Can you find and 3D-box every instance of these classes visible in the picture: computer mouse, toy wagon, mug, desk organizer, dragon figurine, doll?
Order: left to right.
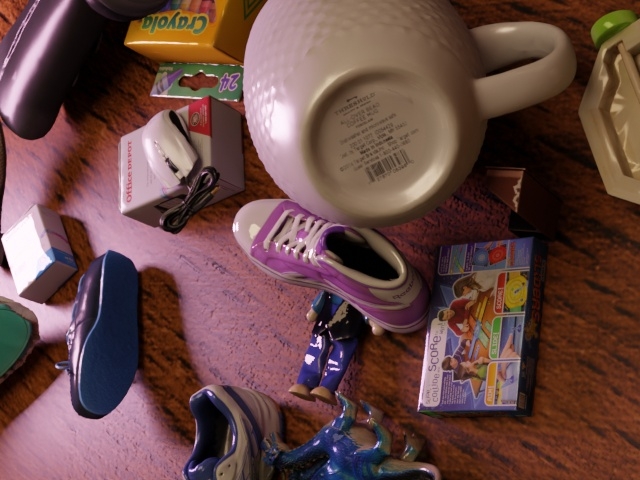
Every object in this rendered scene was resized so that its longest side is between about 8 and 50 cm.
[{"bbox_3d":[-0.203,-0.107,2.038,0.106,0.042,0.193,-45,50,19],"label":"computer mouse"},{"bbox_3d":[0.025,0.106,1.847,0.129,0.046,0.189,2,68,43],"label":"doll"},{"bbox_3d":[0.043,0.269,1.731,0.289,0.085,0.144,31,96,49],"label":"dragon figurine"},{"bbox_3d":[0.099,-0.167,1.680,0.374,0.276,0.328,-14,20,2],"label":"mug"},{"bbox_3d":[0.224,-0.039,1.670,0.047,0.130,0.050,4,78,29],"label":"desk organizer"},{"bbox_3d":[0.429,-0.169,1.564,0.344,0.068,0.267,-33,59,33],"label":"toy wagon"}]

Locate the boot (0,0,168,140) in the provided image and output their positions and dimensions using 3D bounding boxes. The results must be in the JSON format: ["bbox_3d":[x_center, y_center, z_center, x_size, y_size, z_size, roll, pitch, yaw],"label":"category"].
[{"bbox_3d":[-0.363,-0.311,2.200,0.445,0.146,0.367,-46,26,35],"label":"boot"}]

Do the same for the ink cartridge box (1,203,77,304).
[{"bbox_3d":[-0.425,0.020,2.277,0.088,0.052,0.122,-42,51,20],"label":"ink cartridge box"}]

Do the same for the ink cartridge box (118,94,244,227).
[{"bbox_3d":[-0.196,-0.109,2.113,0.175,0.072,0.127,-21,61,34],"label":"ink cartridge box"}]

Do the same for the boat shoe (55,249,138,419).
[{"bbox_3d":[-0.305,0.141,2.104,0.089,0.109,0.258,-29,39,38],"label":"boat shoe"}]

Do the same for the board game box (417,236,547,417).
[{"bbox_3d":[0.184,0.100,1.715,0.136,0.035,0.201,-5,69,40],"label":"board game box"}]

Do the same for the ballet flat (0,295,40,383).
[{"bbox_3d":[-0.585,0.199,2.286,0.409,0.147,0.147,-36,52,14],"label":"ballet flat"}]

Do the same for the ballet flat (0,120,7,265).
[{"bbox_3d":[-0.525,-0.078,2.344,0.084,0.058,0.249,-160,71,-64],"label":"ballet flat"}]

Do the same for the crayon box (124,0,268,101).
[{"bbox_3d":[-0.164,-0.369,2.188,0.203,0.083,0.323,8,78,43],"label":"crayon box"}]

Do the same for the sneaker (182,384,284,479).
[{"bbox_3d":[-0.118,0.319,1.826,0.112,0.131,0.296,-20,61,32],"label":"sneaker"}]

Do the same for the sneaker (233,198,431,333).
[{"bbox_3d":[0.001,-0.001,1.782,0.282,0.161,0.102,23,76,26],"label":"sneaker"}]
